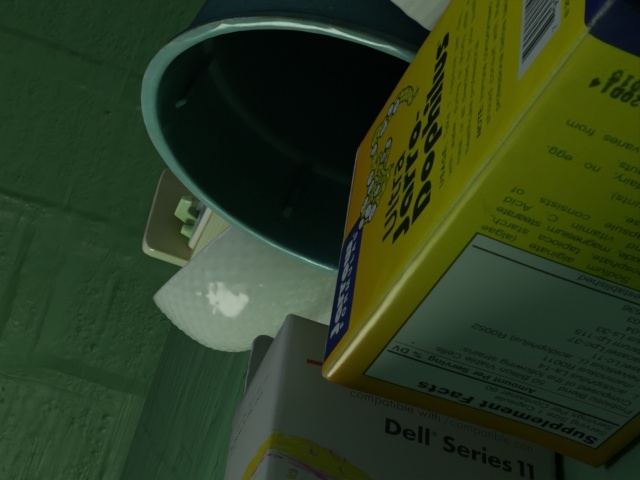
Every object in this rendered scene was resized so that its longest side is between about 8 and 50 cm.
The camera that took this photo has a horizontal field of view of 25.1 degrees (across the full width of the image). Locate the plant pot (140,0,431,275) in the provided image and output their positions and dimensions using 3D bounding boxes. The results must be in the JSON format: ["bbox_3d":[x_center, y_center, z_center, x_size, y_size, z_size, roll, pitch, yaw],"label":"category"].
[{"bbox_3d":[0.070,-0.188,1.193,0.341,0.341,0.334,-51,15,59],"label":"plant pot"}]

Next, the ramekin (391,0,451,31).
[{"bbox_3d":[0.136,-0.247,0.960,0.127,0.273,0.273,138,149,-68],"label":"ramekin"}]

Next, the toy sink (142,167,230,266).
[{"bbox_3d":[-0.098,-0.041,1.905,0.131,0.234,0.153,121,164,-47],"label":"toy sink"}]

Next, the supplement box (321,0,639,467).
[{"bbox_3d":[0.160,-0.053,0.805,0.356,0.194,0.195,124,161,-50],"label":"supplement box"}]

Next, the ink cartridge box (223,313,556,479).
[{"bbox_3d":[0.043,0.183,0.949,0.353,0.207,0.119,-84,16,-47],"label":"ink cartridge box"}]

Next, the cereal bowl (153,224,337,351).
[{"bbox_3d":[0.000,0.000,1.459,0.339,0.141,0.339,-41,0,0],"label":"cereal bowl"}]
